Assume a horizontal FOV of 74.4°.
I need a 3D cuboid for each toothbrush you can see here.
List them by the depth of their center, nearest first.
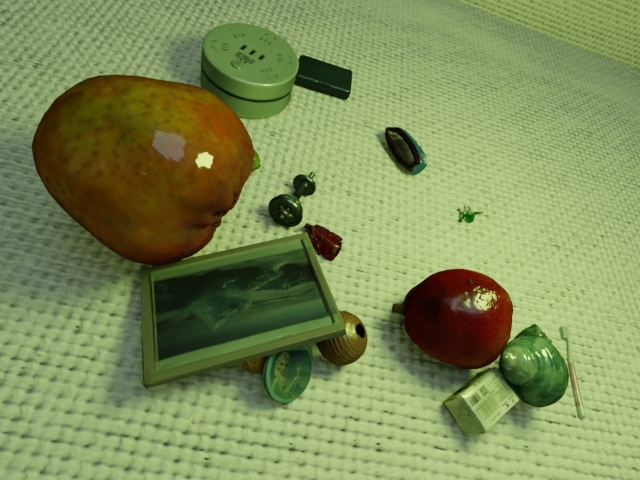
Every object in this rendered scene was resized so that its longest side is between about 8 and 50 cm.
[{"bbox_3d":[0.769,0.394,1.290,0.025,0.020,0.286,11,54,-2],"label":"toothbrush"}]

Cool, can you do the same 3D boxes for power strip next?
[{"bbox_3d":[-0.248,-0.614,1.508,0.358,0.161,0.357,9,56,-13],"label":"power strip"}]

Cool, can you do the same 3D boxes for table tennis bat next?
[{"bbox_3d":[-0.064,0.268,1.014,0.149,0.038,0.236,27,69,-40],"label":"table tennis bat"}]

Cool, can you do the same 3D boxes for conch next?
[{"bbox_3d":[0.572,0.333,1.139,0.278,0.196,0.220,12,74,-34],"label":"conch"}]

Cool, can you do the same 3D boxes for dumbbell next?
[{"bbox_3d":[-0.072,-0.141,1.304,0.110,0.110,0.254,29,48,1],"label":"dumbbell"}]

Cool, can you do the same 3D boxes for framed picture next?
[{"bbox_3d":[-0.201,0.142,1.018,0.447,0.028,0.325,-13,49,-13],"label":"framed picture"}]

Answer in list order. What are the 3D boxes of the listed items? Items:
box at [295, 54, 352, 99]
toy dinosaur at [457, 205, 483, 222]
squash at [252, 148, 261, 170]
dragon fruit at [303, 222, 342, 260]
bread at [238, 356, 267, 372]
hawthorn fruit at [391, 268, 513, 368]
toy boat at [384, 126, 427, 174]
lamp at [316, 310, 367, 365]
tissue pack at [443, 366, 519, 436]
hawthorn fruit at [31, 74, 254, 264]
[{"bbox_3d":[0.014,-0.658,1.695,0.231,0.050,0.160,14,54,-10],"label":"box"},{"bbox_3d":[0.543,-0.091,1.529,0.120,0.029,0.060,0,74,-25],"label":"toy dinosaur"},{"bbox_3d":[-0.321,-0.341,1.354,0.341,0.094,0.095,46,56,10],"label":"squash"},{"bbox_3d":[-0.001,0.003,1.271,0.132,0.063,0.097,28,21,0],"label":"dragon fruit"},{"bbox_3d":[-0.127,0.222,1.041,0.084,0.113,0.210,22,53,16],"label":"bread"},{"bbox_3d":[0.349,0.197,1.138,0.308,0.265,0.265,10,54,10],"label":"hawthorn fruit"},{"bbox_3d":[0.319,-0.345,1.573,0.097,0.100,0.223,-3,56,-49],"label":"toy boat"},{"bbox_3d":[0.054,0.246,1.069,0.137,0.136,0.136,9,56,-13],"label":"lamp"},{"bbox_3d":[0.418,0.420,1.102,0.149,0.099,0.106,-23,70,-30],"label":"tissue pack"},{"bbox_3d":[-0.400,-0.177,1.000,0.473,0.471,0.470,9,56,-13],"label":"hawthorn fruit"}]
